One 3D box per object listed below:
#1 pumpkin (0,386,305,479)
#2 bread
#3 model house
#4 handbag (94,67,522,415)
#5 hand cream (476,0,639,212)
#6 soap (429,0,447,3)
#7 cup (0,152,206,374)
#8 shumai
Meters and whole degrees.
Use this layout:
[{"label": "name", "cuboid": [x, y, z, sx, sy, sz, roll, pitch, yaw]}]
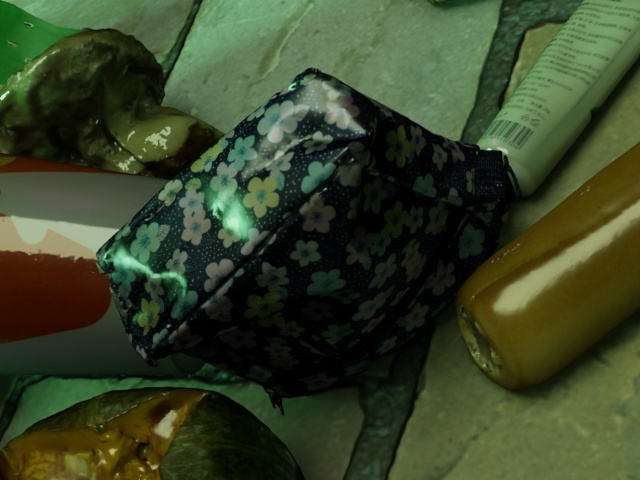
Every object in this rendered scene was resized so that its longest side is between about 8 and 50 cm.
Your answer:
[{"label": "pumpkin", "cuboid": [-0.114, 0.194, 0.799, 0.238, 0.159, 0.238, -13, 29, 8]}, {"label": "bread", "cuboid": [0.186, -0.003, 0.836, 0.239, 0.074, 0.092, -37, 50, 1]}, {"label": "model house", "cuboid": [-0.285, -0.118, 1.208, 0.088, 0.117, 0.167, 174, 112, -72]}, {"label": "handbag", "cuboid": [0.000, 0.000, 0.849, 0.229, 0.208, 0.127, -43, 56, 19]}, {"label": "hand cream", "cuboid": [0.176, -0.113, 0.956, 0.080, 0.050, 0.234, 17, 61, 45]}, {"label": "soap", "cuboid": [0.156, -0.278, 1.072, 0.257, 0.080, 0.160, -9, 51, 25]}, {"label": "cup", "cuboid": [-0.222, 0.016, 0.973, 0.288, 0.203, 0.203, 5, 56, 15]}, {"label": "shumai", "cuboid": [-0.171, -0.078, 1.073, 0.161, 0.209, 0.153, -41, 86, -14]}]
